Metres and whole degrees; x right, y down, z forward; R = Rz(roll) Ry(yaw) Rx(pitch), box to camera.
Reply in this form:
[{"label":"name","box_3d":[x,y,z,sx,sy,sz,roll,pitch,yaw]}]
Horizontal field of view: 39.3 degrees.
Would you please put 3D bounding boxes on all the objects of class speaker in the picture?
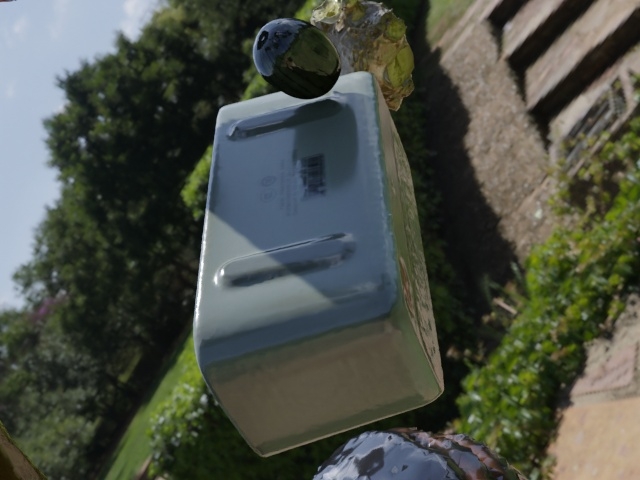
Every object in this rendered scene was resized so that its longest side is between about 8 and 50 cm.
[{"label":"speaker","box_3d":[0.000,0.000,0.907,0.184,0.183,0.406,-16,40,12]}]

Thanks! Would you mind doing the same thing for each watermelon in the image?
[{"label":"watermelon","box_3d":[-0.022,-0.184,0.912,0.078,0.078,0.110,-57,-32,8]}]

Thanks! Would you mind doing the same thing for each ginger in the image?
[{"label":"ginger","box_3d":[0.060,-0.268,1.264,0.102,0.157,0.216,-52,-31,-25]}]

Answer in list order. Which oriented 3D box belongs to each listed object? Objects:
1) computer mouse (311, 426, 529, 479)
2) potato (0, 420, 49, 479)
[{"label":"computer mouse","box_3d":[0.056,0.227,0.334,0.183,0.116,0.323,-52,50,40]},{"label":"potato","box_3d":[-0.262,0.302,0.746,0.195,0.369,0.176,-22,-17,-31]}]
